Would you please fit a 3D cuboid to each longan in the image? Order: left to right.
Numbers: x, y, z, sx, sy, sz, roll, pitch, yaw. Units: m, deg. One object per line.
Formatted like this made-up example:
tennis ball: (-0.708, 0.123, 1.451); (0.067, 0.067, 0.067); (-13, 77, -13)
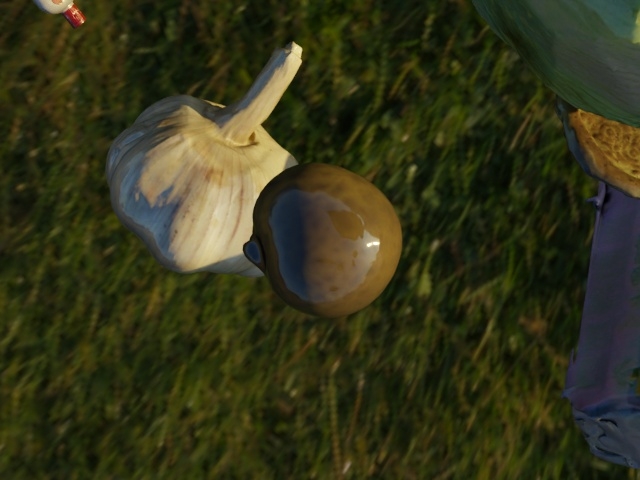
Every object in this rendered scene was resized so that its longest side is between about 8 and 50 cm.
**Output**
longan: (0.000, 0.000, 1.209); (0.113, 0.092, 0.113); (2, 102, 10)

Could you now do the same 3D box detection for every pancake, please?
pancake: (0.180, -0.065, 0.965); (0.115, 0.115, 0.011); (31, 141, 5)

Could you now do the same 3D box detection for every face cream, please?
face cream: (-0.220, -0.207, 1.414); (0.021, 0.040, 0.083); (-18, 118, 47)

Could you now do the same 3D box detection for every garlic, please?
garlic: (-0.077, -0.084, 1.609); (0.199, 0.199, 0.226); (37, 118, 3)

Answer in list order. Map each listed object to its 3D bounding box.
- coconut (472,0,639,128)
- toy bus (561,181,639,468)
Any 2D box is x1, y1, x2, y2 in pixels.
coconut: (0.185, -0.189, 0.842); (0.328, 0.328, 0.281); (22, 117, 8)
toy bus: (0.291, 0.037, 1.468); (0.137, 0.317, 0.112); (-6, 137, 24)
